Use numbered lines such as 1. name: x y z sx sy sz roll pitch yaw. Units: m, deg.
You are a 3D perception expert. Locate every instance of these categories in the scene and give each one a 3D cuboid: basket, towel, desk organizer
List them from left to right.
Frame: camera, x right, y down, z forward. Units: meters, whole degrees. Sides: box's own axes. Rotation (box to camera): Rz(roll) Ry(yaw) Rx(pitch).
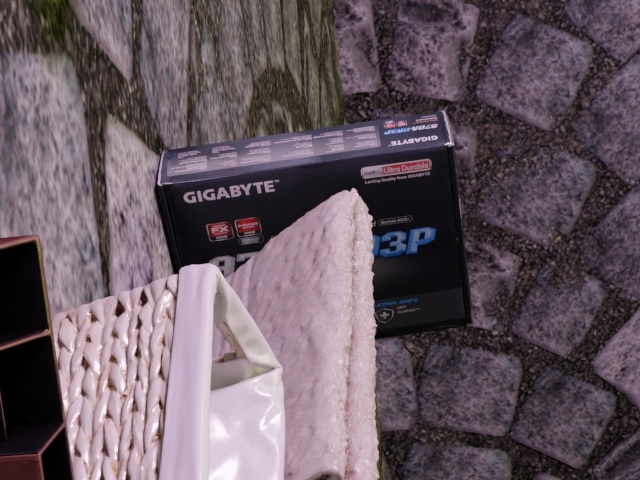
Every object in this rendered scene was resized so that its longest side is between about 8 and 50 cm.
1. desk organizer: -0.139 0.065 0.621 0.047 0.050 0.130 -65 149 -77
2. basket: -0.084 0.115 0.773 0.113 0.103 0.167 62 20 -47
3. towel: -0.038 0.101 0.940 0.049 0.187 0.282 40 30 -25

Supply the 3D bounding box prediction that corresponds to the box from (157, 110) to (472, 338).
1. box: 0.000 0.000 1.139 0.051 0.220 0.175 -94 176 -54
